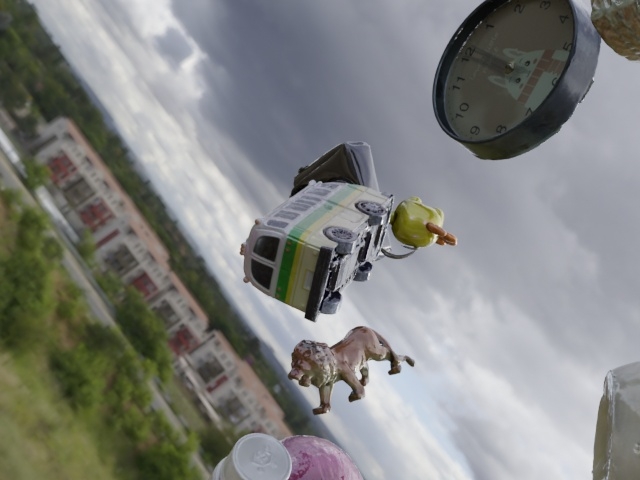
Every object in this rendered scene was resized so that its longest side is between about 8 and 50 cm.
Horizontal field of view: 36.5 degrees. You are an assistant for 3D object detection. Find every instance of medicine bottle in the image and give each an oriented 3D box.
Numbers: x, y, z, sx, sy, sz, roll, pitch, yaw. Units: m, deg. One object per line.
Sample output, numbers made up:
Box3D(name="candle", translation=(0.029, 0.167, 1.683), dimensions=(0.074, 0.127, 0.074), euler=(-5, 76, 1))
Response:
Box3D(name="medicine bottle", translation=(-0.147, 0.471, 1.832), dimensions=(0.139, 0.139, 0.237), euler=(51, -44, 24))

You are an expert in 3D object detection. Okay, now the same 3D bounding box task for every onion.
Box3D(name="onion", translation=(-0.041, 0.672, 2.350), dimensions=(0.345, 0.358, 0.358), euler=(60, -2, 37))

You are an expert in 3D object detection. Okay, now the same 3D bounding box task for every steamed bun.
Box3D(name="steamed bun", translation=(0.608, 0.374, 1.743), dimensions=(0.206, 0.324, 0.324), euler=(7, -20, 10))

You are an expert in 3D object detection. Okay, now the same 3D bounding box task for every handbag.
Box3D(name="handbag", translation=(0.036, -0.069, 2.305), dimensions=(0.257, 0.113, 0.285), euler=(-23, -105, 44))

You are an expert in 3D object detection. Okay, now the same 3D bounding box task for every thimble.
Box3D(name="thimble", translation=(0.588, -0.416, 1.679), dimensions=(0.229, 0.196, 0.148), euler=(14, -15, -35))

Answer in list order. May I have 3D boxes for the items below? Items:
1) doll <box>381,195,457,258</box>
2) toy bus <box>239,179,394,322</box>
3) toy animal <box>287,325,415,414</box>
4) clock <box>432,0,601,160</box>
Box3D(name="doll", translation=(0.179, -0.028, 2.021), dimensions=(0.220, 0.135, 0.143), euler=(17, -9, 7))
Box3D(name="toy bus", translation=(0.000, 0.000, 1.686), dimensions=(0.179, 0.305, 0.143), euler=(21, -62, 17))
Box3D(name="toy animal", translation=(0.050, 0.241, 1.946), dimensions=(0.097, 0.312, 0.158), euler=(-15, -83, 43))
Box3D(name="clock", translation=(0.392, -0.354, 2.002), dimensions=(0.076, 0.386, 0.386), euler=(25, 12, -37))
